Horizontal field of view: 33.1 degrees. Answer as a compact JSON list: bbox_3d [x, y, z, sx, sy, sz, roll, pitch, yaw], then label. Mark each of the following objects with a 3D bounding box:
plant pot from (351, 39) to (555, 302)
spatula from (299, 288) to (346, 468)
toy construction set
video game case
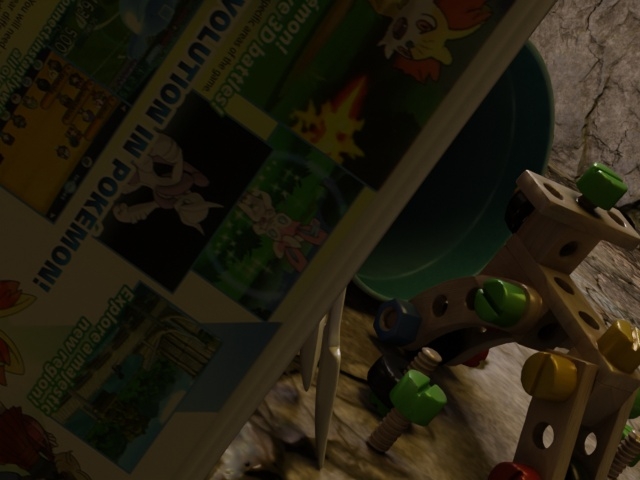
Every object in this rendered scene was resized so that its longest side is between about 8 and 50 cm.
[{"bbox_3d":[0.042,-0.113,1.054,0.272,0.271,0.255,20,9,-44],"label":"plant pot"},{"bbox_3d":[0.000,0.000,0.696,0.019,0.242,0.168,3,27,-8],"label":"spatula"},{"bbox_3d":[0.216,0.085,0.858,0.309,0.237,0.257,32,17,-13],"label":"toy construction set"},{"bbox_3d":[-0.119,-0.059,0.416,0.300,0.329,0.036,36,9,0],"label":"video game case"}]
